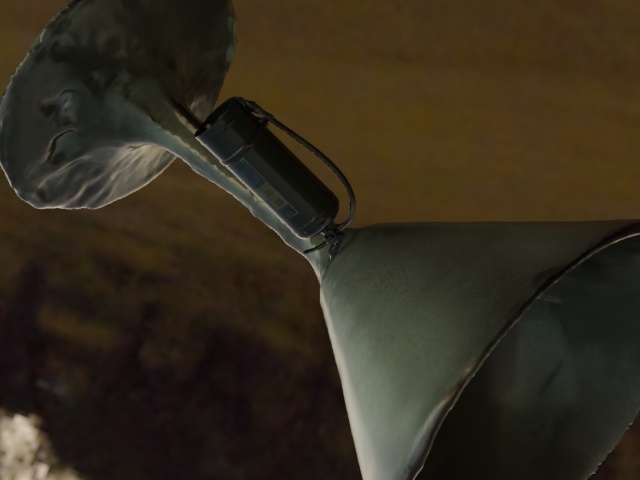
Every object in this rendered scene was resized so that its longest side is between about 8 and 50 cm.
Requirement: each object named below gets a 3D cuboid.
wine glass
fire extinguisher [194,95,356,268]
[{"bbox_3d":[0.000,0.000,1.199,0.406,0.267,0.267,38,-177,31],"label":"wine glass"},{"bbox_3d":[-0.014,-0.026,0.815,0.083,0.038,0.025,46,-159,-15],"label":"fire extinguisher"}]
